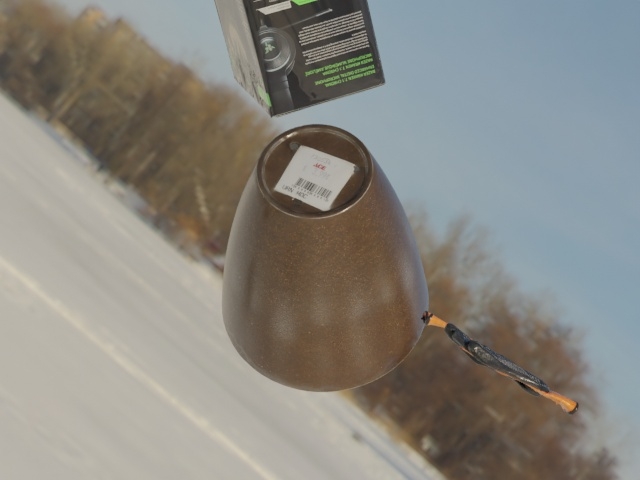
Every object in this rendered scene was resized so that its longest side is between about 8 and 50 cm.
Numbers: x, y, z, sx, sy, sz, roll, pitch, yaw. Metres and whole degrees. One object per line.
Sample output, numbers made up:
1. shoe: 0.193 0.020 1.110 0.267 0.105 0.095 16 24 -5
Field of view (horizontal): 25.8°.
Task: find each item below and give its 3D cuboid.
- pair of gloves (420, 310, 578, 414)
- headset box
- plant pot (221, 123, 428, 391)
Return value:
1. pair of gloves: 0.086 0.060 0.687 0.074 0.010 0.083 32 0 -7
2. headset box: -0.045 -0.286 1.516 0.246 0.131 0.283 -128 -158 -68
3. plant pot: 0.000 0.000 1.354 0.215 0.215 0.230 39 -23 24
